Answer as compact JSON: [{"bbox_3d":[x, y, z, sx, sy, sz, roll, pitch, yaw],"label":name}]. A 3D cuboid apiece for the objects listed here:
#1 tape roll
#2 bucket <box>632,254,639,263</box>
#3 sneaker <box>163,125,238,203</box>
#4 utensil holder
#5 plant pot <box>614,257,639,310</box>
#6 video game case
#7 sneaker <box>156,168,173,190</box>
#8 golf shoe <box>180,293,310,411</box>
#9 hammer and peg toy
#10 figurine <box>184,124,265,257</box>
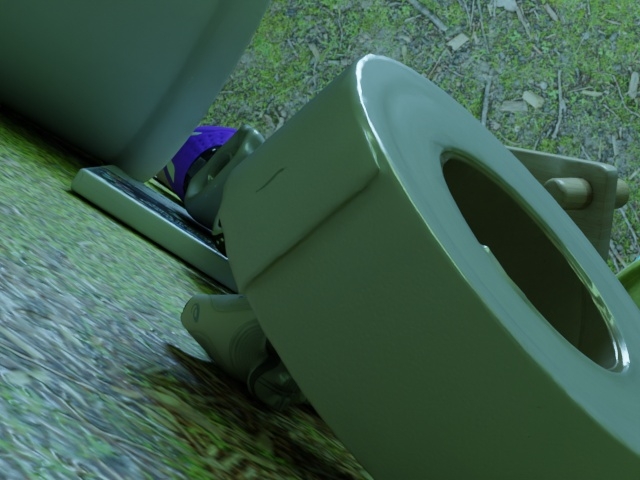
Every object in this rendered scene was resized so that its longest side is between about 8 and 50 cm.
[{"bbox_3d":[0.078,0.037,0.812,0.286,0.100,0.286,43,20,-20],"label":"tape roll"},{"bbox_3d":[0.437,0.151,1.912,0.183,0.281,0.281,31,3,19],"label":"bucket"},{"bbox_3d":[-0.087,-0.056,1.506,0.146,0.102,0.293,27,6,-46],"label":"sneaker"},{"bbox_3d":[-0.261,-0.280,1.409,0.385,0.327,0.327,28,4,-16],"label":"utensil holder"},{"bbox_3d":[0.397,0.177,1.445,0.276,0.276,0.254,30,15,-27],"label":"plant pot"},{"bbox_3d":[-0.107,-0.003,1.240,0.190,0.022,0.173,33,3,-2],"label":"video game case"},{"bbox_3d":[-0.105,-0.061,1.677,0.188,0.071,0.066,34,4,26],"label":"sneaker"},{"bbox_3d":[-0.013,0.056,0.868,0.086,0.069,0.176,27,0,26],"label":"golf shoe"},{"bbox_3d":[0.201,0.001,1.860,0.127,0.265,0.361,-2,13,-41],"label":"hammer and peg toy"},{"bbox_3d":[0.003,0.014,1.221,0.209,0.092,0.215,40,0,-19],"label":"figurine"}]
